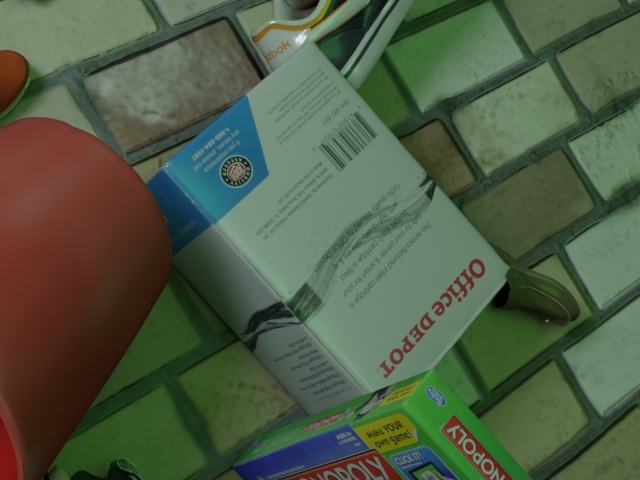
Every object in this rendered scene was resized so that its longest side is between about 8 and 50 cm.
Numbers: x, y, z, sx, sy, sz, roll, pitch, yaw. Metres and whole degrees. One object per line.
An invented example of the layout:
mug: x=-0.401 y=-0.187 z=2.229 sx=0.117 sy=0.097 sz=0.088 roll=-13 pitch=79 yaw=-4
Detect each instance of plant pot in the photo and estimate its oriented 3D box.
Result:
plant pot: x=-0.264 y=0.043 z=0.975 sx=0.275 sy=0.275 sz=0.243 roll=46 pitch=47 yaw=-7

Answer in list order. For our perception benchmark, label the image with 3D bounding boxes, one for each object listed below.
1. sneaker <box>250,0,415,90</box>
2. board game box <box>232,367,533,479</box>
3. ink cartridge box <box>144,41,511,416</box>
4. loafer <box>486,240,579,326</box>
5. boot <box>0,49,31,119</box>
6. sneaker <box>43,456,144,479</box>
sneaker: x=0.042 y=-0.291 z=1.327 sx=0.127 sy=0.126 sz=0.321 roll=40 pitch=60 yaw=-17
board game box: x=0.070 y=0.230 z=1.041 sx=0.213 sy=0.317 sz=0.046 roll=47 pitch=58 yaw=-6
ink cartridge box: x=0.000 y=0.000 z=1.197 sx=0.307 sy=0.129 sz=0.223 roll=49 pitch=57 yaw=-5
loafer: x=0.215 y=0.057 z=1.342 sx=0.148 sy=0.056 sz=0.050 roll=31 pitch=61 yaw=-5
boot: x=-0.317 y=-0.134 z=1.100 sx=0.059 sy=0.085 sz=0.158 roll=51 pitch=55 yaw=-2
sneaker: x=-0.218 y=0.263 z=1.005 sx=0.235 sy=0.094 sz=0.153 roll=-29 pitch=87 yaw=-33
